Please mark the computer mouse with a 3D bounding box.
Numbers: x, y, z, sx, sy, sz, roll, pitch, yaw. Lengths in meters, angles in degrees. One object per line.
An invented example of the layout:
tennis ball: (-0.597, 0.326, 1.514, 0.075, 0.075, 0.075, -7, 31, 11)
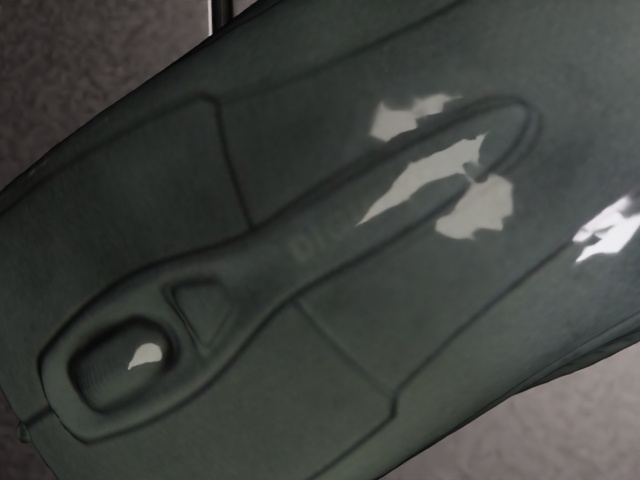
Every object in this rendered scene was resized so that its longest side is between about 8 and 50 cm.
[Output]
computer mouse: (0.000, 0.000, 0.538, 0.371, 0.122, 0.188, -33, 87, 24)
